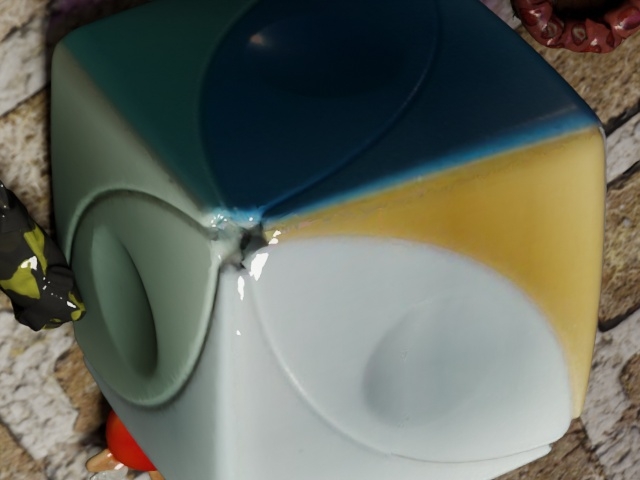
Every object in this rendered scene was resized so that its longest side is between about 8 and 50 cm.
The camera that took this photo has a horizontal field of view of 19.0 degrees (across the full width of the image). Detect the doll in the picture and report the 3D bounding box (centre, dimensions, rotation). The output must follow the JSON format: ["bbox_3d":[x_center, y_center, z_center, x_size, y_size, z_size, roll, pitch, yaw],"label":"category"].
[{"bbox_3d":[-0.138,0.172,1.767,0.183,0.085,0.217,-36,152,-4],"label":"doll"}]

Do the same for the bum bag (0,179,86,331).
[{"bbox_3d":[-0.259,0.000,1.543,0.060,0.106,0.232,-55,138,-21],"label":"bum bag"}]

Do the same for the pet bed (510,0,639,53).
[{"bbox_3d":[0.257,-0.259,1.742,0.201,0.053,0.201,-15,129,-19],"label":"pet bed"}]

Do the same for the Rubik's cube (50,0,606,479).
[{"bbox_3d":[0.000,0.000,1.545,0.352,0.351,0.347,-19,131,-25],"label":"Rubik's cube"}]
